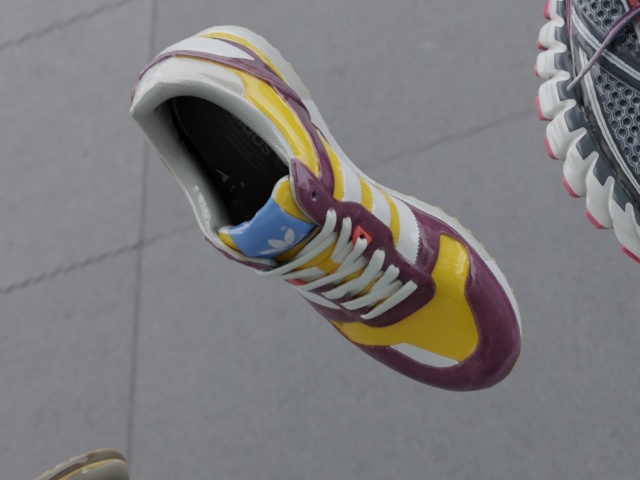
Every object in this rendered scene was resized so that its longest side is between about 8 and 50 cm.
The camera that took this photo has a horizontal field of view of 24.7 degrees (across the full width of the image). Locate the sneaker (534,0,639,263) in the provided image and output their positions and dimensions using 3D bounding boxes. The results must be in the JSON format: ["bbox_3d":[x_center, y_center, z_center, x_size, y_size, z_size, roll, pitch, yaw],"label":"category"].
[{"bbox_3d":[0.159,-0.120,0.669,0.121,0.299,0.112,-13,-9,-29],"label":"sneaker"}]

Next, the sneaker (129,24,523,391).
[{"bbox_3d":[0.000,0.000,0.557,0.069,0.185,0.084,-46,4,24],"label":"sneaker"}]

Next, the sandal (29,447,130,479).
[{"bbox_3d":[-0.150,0.140,0.648,0.180,0.049,0.072,-14,-17,-49],"label":"sandal"}]
